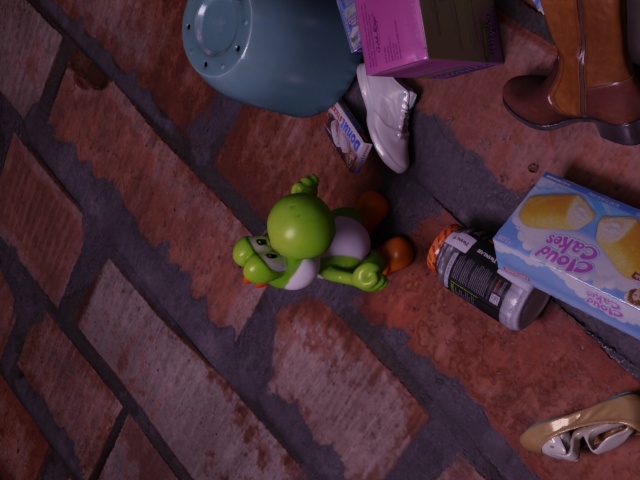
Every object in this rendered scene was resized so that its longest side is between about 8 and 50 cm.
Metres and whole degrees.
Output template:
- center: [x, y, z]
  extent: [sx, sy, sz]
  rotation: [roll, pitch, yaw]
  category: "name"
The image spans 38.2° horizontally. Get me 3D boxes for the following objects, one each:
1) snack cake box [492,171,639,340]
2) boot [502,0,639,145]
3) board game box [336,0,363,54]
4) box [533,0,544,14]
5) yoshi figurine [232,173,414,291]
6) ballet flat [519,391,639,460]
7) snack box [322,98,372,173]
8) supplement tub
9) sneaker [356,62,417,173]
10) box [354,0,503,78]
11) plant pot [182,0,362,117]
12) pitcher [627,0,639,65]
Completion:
- center: [0.410, 0.021, 1.373]
  extent: [0.264, 0.152, 0.089]
  rotation: [29, 157, 33]
  category: "snack cake box"
- center: [0.335, -0.271, 1.316]
  extent: [0.096, 0.280, 0.264]
  rotation: [-43, 41, -11]
  category: "boot"
- center: [0.089, -0.405, 1.562]
  extent: [0.060, 0.194, 0.194]
  rotation: [-28, 79, 32]
  category: "board game box"
- center: [0.347, -0.418, 1.387]
  extent: [0.109, 0.042, 0.178]
  rotation: [-55, 34, 32]
  category: "box"
- center: [0.020, -0.008, 1.569]
  extent: [0.204, 0.362, 0.202]
  rotation: [14, 105, 39]
  category: "yoshi figurine"
- center: [0.412, 0.309, 1.464]
  extent: [0.232, 0.080, 0.073]
  rotation: [-35, 35, 37]
  category: "ballet flat"
- center: [0.047, -0.193, 1.688]
  extent: [0.064, 0.022, 0.178]
  rotation: [-65, 30, 27]
  category: "snack box"
- center: [0.277, 0.055, 1.523]
  extent: [0.190, 0.117, 0.117]
  rotation: [34, 117, 31]
  category: "supplement tub"
- center: [0.133, -0.227, 1.634]
  extent: [0.094, 0.080, 0.212]
  rotation: [-18, 86, 26]
  category: "sneaker"
- center: [0.169, -0.374, 1.463]
  extent: [0.117, 0.243, 0.213]
  rotation: [-8, 92, 40]
  category: "box"
- center: [-0.106, -0.375, 1.678]
  extent: [0.293, 0.235, 0.292]
  rotation: [3, 95, 42]
  category: "plant pot"
- center: [0.447, -0.292, 1.333]
  extent: [0.207, 0.125, 0.177]
  rotation: [46, 140, 13]
  category: "pitcher"
